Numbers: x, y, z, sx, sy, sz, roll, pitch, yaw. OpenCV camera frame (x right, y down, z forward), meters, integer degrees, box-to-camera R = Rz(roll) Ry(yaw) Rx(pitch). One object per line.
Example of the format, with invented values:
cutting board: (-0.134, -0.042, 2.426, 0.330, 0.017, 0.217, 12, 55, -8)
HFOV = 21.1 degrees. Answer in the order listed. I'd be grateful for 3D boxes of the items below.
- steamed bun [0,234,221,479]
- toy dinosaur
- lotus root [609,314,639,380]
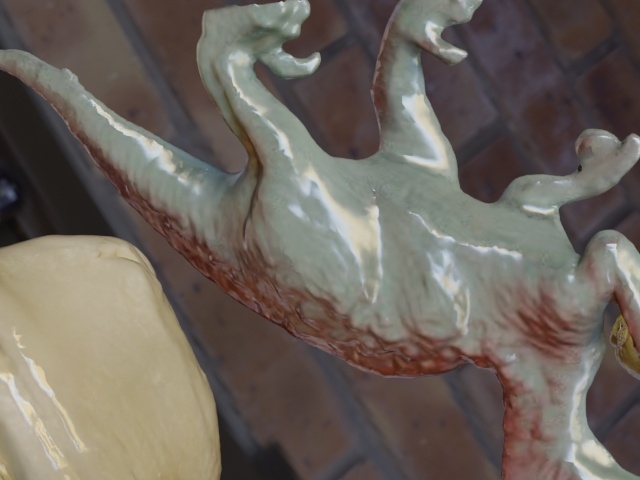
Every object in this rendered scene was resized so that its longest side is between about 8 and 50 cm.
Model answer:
steamed bun: (-0.177, 0.155, 0.884, 0.289, 0.203, 0.276, -29, 106, 8)
toy dinosaur: (0.000, 0.000, 0.527, 0.242, 0.053, 0.167, 8, 99, 10)
lotus root: (0.281, 0.093, 1.448, 0.049, 0.054, 0.099, -34, 135, 22)
